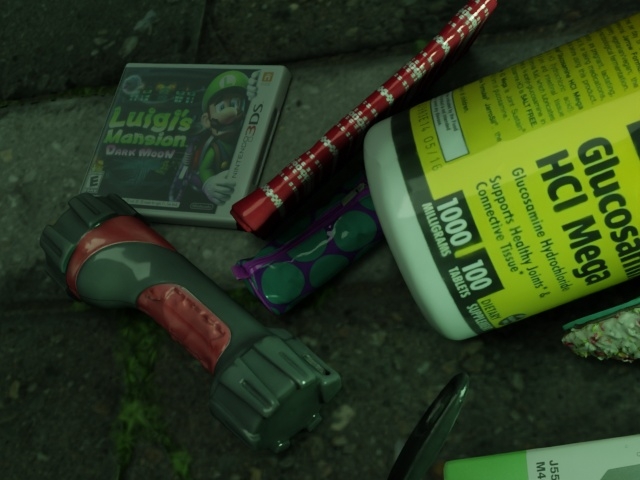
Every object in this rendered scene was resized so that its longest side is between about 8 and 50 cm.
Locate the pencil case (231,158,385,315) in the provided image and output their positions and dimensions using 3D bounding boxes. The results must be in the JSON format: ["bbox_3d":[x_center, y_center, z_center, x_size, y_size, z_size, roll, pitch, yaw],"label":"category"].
[{"bbox_3d":[0.000,0.000,1.107,0.152,0.070,0.064,-38,55,3],"label":"pencil case"}]

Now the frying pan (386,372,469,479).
[{"bbox_3d":[0.011,0.253,0.935,0.326,0.053,0.197,-62,18,-18],"label":"frying pan"}]

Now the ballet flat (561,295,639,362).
[{"bbox_3d":[0.300,0.048,0.942,0.241,0.091,0.077,-27,79,14],"label":"ballet flat"}]

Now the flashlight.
[{"bbox_3d":[-0.126,0.071,1.112,0.304,0.103,0.103,40,111,34],"label":"flashlight"}]

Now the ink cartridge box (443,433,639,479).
[{"bbox_3d":[0.233,0.236,0.847,0.273,0.115,0.198,-13,59,19],"label":"ink cartridge box"}]

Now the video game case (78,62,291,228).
[{"bbox_3d":[-0.137,-0.097,1.251,0.190,0.022,0.173,5,66,27],"label":"video game case"}]

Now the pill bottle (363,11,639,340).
[{"bbox_3d":[0.216,-0.062,0.969,0.334,0.188,0.187,-22,57,13],"label":"pill bottle"}]

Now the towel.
[{"bbox_3d":[0.032,-0.100,1.082,0.275,0.199,0.031,-43,89,-2],"label":"towel"}]
